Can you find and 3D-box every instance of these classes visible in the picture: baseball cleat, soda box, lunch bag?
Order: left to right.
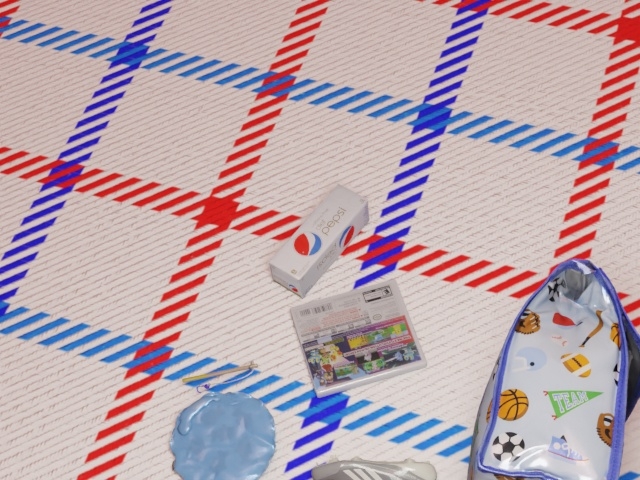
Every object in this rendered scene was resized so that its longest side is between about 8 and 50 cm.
[{"bbox_3d":[0.000,0.000,2.267,0.074,0.069,0.216,30,63,23],"label":"soda box"},{"bbox_3d":[0.087,0.404,1.988,0.206,0.072,0.109,-4,63,7],"label":"baseball cleat"},{"bbox_3d":[0.365,0.263,1.902,0.239,0.328,0.385,11,56,7],"label":"lunch bag"}]

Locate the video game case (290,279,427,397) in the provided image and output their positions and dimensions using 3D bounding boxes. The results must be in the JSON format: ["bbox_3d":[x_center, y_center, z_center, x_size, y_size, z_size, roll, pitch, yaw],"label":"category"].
[{"bbox_3d":[0.065,0.172,2.175,0.201,0.023,0.183,-15,56,-6],"label":"video game case"}]

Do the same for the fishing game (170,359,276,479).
[{"bbox_3d":[-0.164,0.343,2.072,0.189,0.041,0.264,-17,62,3],"label":"fishing game"}]
